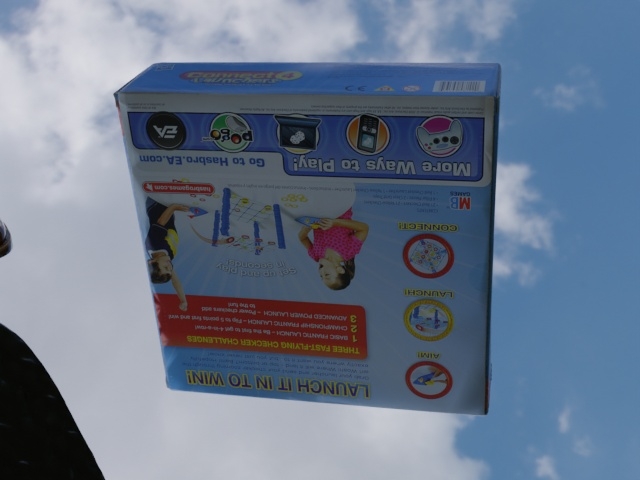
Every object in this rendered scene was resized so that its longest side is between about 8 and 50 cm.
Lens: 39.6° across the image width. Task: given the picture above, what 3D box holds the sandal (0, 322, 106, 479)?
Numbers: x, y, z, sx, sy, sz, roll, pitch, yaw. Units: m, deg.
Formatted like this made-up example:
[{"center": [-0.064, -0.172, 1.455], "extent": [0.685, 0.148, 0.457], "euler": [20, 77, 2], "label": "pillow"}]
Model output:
[{"center": [-0.136, 0.251, 0.451], "extent": [0.168, 0.107, 0.445], "euler": [-10, -109, -51], "label": "sandal"}]

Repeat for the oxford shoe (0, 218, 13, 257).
[{"center": [-0.321, -0.048, 0.733], "extent": [0.076, 0.212, 0.076], "euler": [-20, -48, -39], "label": "oxford shoe"}]

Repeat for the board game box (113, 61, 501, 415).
[{"center": [0.000, 0.000, 0.786], "extent": [0.086, 0.308, 0.301], "euler": [-67, -23, -59], "label": "board game box"}]
